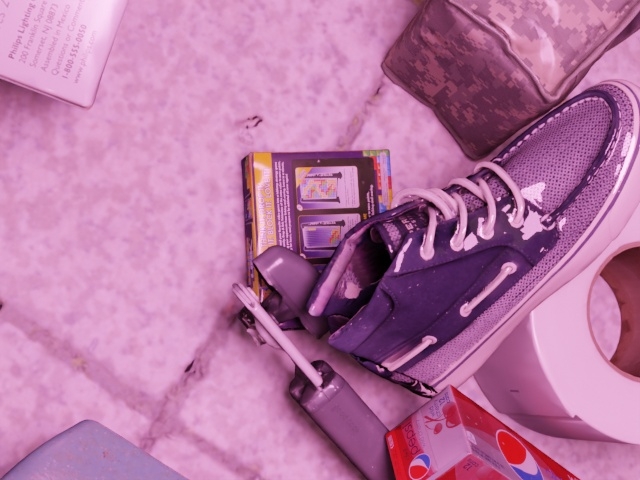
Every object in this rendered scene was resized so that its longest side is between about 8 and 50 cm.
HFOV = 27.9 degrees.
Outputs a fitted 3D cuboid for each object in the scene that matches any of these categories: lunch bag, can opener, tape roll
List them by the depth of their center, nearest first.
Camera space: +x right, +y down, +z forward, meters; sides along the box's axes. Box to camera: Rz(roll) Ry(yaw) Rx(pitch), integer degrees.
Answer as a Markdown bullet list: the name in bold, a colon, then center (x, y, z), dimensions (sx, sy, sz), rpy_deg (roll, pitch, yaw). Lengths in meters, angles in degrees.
- **can opener**: center (0.023, 0.127, 1.182), dimensions (0.095, 0.076, 0.283), rpy_deg (-42, 110, -5)
- **lunch bag**: center (0.224, -0.240, 1.231), dimensions (0.169, 0.235, 0.287), rpy_deg (44, 75, -2)
- **tape roll**: center (0.278, 0.073, 1.247), dimensions (0.246, 0.169, 0.246), rpy_deg (2, 84, -16)

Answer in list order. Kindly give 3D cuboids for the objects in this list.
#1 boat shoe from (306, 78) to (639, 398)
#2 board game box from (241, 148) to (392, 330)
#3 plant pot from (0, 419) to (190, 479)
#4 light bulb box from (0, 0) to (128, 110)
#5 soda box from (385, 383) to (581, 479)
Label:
- **boat shoe**: center (0.134, -0.012, 1.094), dimensions (0.158, 0.127, 0.340), rpy_deg (23, 110, -41)
- **board game box**: center (0.000, 0.000, 1.238), dimensions (0.141, 0.048, 0.170), rpy_deg (-2, 85, -14)
- **plant pot**: center (-0.210, 0.297, 1.051), dimensions (0.247, 0.248, 0.252), rpy_deg (34, 55, -10)
- **light bulb box**: center (-0.300, -0.339, 1.056), dimensions (0.361, 0.225, 0.358), rpy_deg (20, 95, -13)
- **soda box**: center (0.180, 0.243, 1.185), dimensions (0.083, 0.092, 0.263), rpy_deg (-41, 122, 19)
